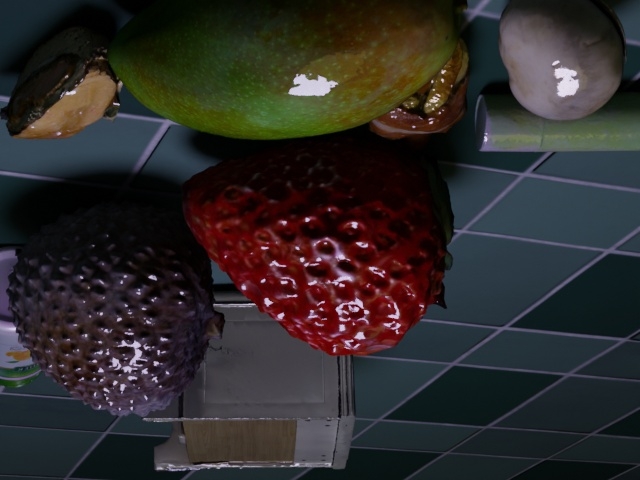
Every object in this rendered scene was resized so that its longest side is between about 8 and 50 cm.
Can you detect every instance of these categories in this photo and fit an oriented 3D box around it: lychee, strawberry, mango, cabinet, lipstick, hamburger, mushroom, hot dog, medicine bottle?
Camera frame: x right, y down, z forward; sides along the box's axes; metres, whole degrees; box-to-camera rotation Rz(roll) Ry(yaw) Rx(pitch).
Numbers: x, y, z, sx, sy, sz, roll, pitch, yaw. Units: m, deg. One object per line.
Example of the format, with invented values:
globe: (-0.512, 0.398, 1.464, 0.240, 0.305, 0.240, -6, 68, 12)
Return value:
lychee: (-0.265, 0.090, 1.859, 0.300, 0.300, 0.300, -4, 155, -2)
strawberry: (0.010, 0.009, 1.740, 0.310, 0.291, 0.292, -14, 154, 9)
mango: (-0.047, -0.199, 1.386, 0.382, 0.201, 0.225, -7, 179, 30)
cabinet: (-0.114, 0.214, 2.220, 0.318, 0.227, 0.290, -1, 156, -2)
lipstick: (0.339, -0.143, 1.703, 0.304, 0.076, 0.076, -1, 155, -5)
hamburger: (-0.265, -0.170, 1.546, 0.102, 0.087, 0.176, 5, 149, -45)
mushroom: (0.256, -0.204, 1.508, 0.154, 0.122, 0.154, 29, 144, 24)
hot dog: (0.108, -0.163, 1.597, 0.123, 0.093, 0.261, -6, 155, 5)
medicine bottle: (-0.448, 0.121, 2.070, 0.133, 0.133, 0.274, 2, 155, -12)
